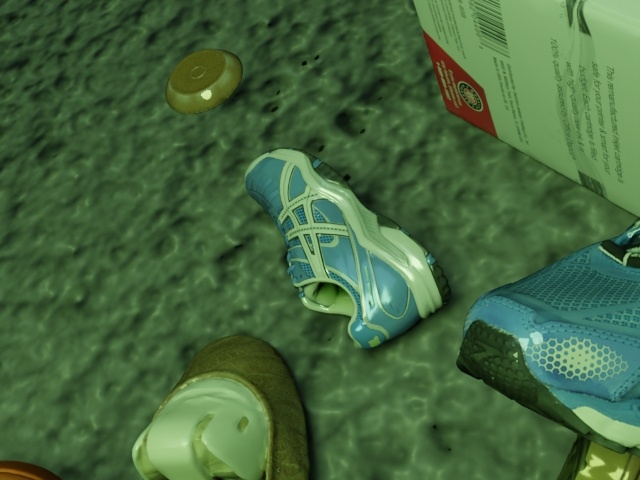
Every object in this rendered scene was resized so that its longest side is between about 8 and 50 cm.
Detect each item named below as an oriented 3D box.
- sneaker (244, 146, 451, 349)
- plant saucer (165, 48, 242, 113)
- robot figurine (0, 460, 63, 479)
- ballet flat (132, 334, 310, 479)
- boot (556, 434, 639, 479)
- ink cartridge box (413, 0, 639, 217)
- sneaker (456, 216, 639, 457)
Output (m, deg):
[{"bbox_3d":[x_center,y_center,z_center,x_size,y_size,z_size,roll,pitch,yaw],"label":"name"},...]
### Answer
[{"bbox_3d":[0.000,0.000,0.701,0.081,0.080,0.211,-41,50,-12],"label":"sneaker"},{"bbox_3d":[-0.118,-0.161,0.906,0.083,0.015,0.083,-11,54,15],"label":"plant saucer"},{"bbox_3d":[-0.203,0.200,0.565,0.128,0.219,0.158,-12,83,-17],"label":"robot figurine"},{"bbox_3d":[-0.077,0.189,0.572,0.116,0.124,0.342,-7,54,18],"label":"ballet flat"},{"bbox_3d":[0.214,0.222,0.431,0.270,0.236,0.089,25,30,13],"label":"boot"},{"bbox_3d":[0.200,-0.132,0.635,0.114,0.197,0.273,-43,52,-11],"label":"ink cartridge box"},{"bbox_3d":[0.195,-0.010,0.443,0.330,0.147,0.130,-19,26,-31],"label":"sneaker"}]
